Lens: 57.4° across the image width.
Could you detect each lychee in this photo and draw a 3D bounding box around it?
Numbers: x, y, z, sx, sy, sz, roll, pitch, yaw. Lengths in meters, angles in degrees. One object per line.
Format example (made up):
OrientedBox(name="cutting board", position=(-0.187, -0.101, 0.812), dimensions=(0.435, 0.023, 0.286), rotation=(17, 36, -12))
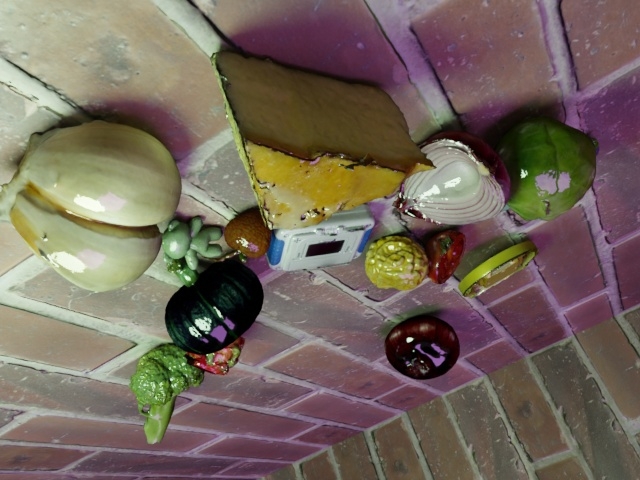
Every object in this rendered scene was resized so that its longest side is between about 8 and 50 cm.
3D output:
OrientedBox(name="lychee", position=(-0.170, -0.004, 1.295), dimensions=(0.114, 0.101, 0.140), rotation=(35, 109, -18))

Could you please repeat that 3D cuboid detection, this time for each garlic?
OrientedBox(name="garlic", position=(-0.379, -0.055, 1.029), dimensions=(0.249, 0.286, 0.313), rotation=(13, 169, 43))

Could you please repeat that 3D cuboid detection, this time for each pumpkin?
OrientedBox(name="pumpkin", position=(-0.268, 0.131, 1.373), dimensions=(0.248, 0.248, 0.248), rotation=(-15, 149, -9))

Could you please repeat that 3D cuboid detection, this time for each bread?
OrientedBox(name="bread", position=(0.001, -0.194, 0.962), dimensions=(0.315, 0.248, 0.279), rotation=(-25, 151, 1))

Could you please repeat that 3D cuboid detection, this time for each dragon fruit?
OrientedBox(name="dragon fruit", position=(-0.286, 0.280, 1.630), dimensions=(0.160, 0.172, 0.166), rotation=(14, 160, 16))

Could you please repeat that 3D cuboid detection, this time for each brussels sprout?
OrientedBox(name="brussels sprout", position=(0.498, -0.159, 1.320), dimensions=(0.244, 0.244, 0.244), rotation=(-15, 149, -9))

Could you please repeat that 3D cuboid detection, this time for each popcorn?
OrientedBox(name="popcorn", position=(0.207, 0.069, 1.586), dimensions=(0.180, 0.170, 0.180), rotation=(2, 114, 3))

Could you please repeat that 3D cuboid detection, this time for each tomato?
OrientedBox(name="tomato", position=(0.334, 0.040, 1.648), dimensions=(0.159, 0.091, 0.139), rotation=(-54, 145, -21))

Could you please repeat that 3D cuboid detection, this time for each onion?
OrientedBox(name="onion", position=(0.279, -0.138, 1.307), dimensions=(0.283, 0.120, 0.227), rotation=(-20, 114, 45))
OrientedBox(name="onion", position=(0.363, 0.405, 2.090), dimensions=(0.273, 0.285, 0.273), rotation=(4, 121, 6))

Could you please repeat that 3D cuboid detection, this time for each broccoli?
OrientedBox(name="broccoli", position=(-0.459, 0.414, 1.732), dimensions=(0.254, 0.186, 0.302), rotation=(-48, 171, -41))

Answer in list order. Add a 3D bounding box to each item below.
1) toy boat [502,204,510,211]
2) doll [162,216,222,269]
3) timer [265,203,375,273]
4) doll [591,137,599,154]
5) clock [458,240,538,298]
OrientedBox(name="toy boat", position=(0.415, -0.125, 1.488), dimensions=(0.207, 0.079, 0.134), rotation=(-13, 141, 8))
OrientedBox(name="doll", position=(-0.280, 0.004, 1.273), dimensions=(0.150, 0.077, 0.115), rotation=(6, 96, -44))
OrientedBox(name="timer", position=(0.000, 0.000, 1.424), dimensions=(0.253, 0.078, 0.178), rotation=(-8, 146, -19))
OrientedBox(name="doll", position=(0.636, -0.197, 1.508), dimensions=(0.115, 0.050, 0.190), rotation=(1, 145, -38))
OrientedBox(name="clock", position=(0.566, 0.085, 1.890), dimensions=(0.277, 0.071, 0.293), rotation=(-29, 160, -1))
